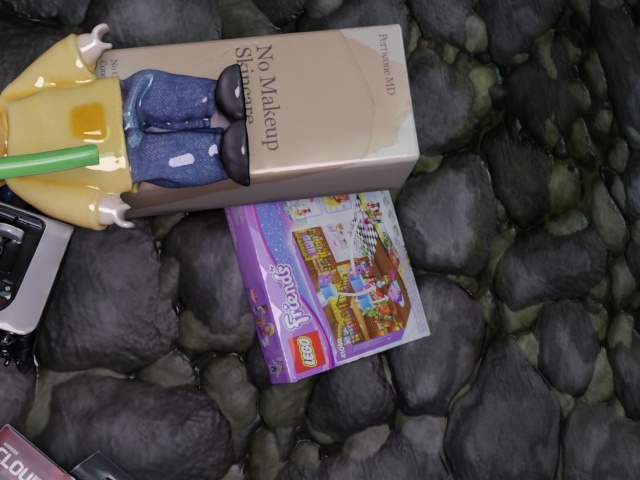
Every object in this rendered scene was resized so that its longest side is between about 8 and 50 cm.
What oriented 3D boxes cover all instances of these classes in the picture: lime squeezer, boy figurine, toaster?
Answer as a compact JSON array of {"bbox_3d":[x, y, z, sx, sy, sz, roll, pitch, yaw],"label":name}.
[{"bbox_3d":[-0.320,-0.060,0.477,0.310,0.059,0.110,14,31,6],"label":"lime squeezer"},{"bbox_3d":[-0.202,-0.097,0.577,0.285,0.092,0.177,-2,85,-4],"label":"boy figurine"},{"bbox_3d":[-0.305,0.028,0.571,0.168,0.185,0.110,22,65,-16],"label":"toaster"}]

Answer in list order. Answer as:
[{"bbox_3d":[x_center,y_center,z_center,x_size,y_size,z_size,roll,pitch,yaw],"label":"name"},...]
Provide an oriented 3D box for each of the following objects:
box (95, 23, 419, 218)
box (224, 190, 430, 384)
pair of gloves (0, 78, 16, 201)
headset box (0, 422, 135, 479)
[{"bbox_3d":[-0.069,-0.116,0.692,0.311,0.121,0.148,-8,81,-3],"label":"box"},{"bbox_3d":[0.000,0.000,0.814,0.200,0.057,0.293,-12,84,-31],"label":"box"},{"bbox_3d":[-0.365,-0.124,0.656,0.198,0.023,0.159,34,61,-20],"label":"pair of gloves"},{"bbox_3d":[-0.249,0.309,0.540,0.218,0.110,0.293,40,61,-2],"label":"headset box"}]
